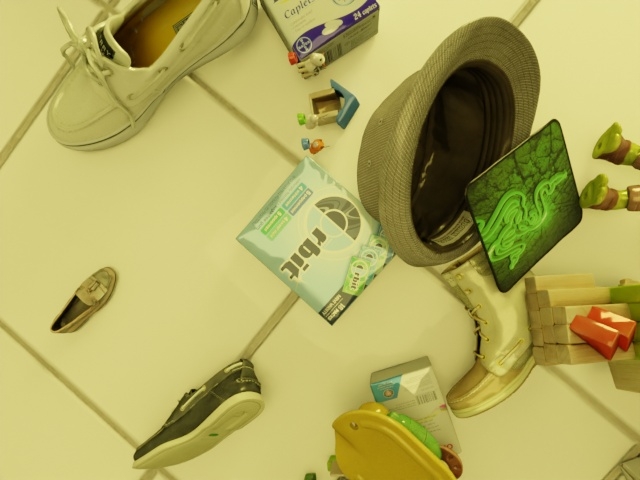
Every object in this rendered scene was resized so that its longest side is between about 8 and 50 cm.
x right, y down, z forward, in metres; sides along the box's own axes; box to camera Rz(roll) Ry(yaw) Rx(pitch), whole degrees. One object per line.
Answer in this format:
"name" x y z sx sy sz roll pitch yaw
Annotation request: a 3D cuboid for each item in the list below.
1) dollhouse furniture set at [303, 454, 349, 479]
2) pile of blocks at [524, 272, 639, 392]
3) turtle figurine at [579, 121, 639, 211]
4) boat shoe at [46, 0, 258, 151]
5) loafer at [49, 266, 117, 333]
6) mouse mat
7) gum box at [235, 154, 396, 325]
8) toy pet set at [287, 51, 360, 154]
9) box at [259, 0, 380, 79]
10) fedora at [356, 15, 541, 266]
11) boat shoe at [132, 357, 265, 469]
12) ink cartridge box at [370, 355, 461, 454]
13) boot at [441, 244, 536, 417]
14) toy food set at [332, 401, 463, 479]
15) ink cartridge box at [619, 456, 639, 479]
"dollhouse furniture set" 0.049 0.351 0.584 0.151 0.058 0.076 -5 91 6
"pile of blocks" 0.423 0.126 0.478 0.361 0.112 0.149 23 76 -5
"turtle figurine" 0.460 -0.077 0.518 0.217 0.087 0.270 17 101 10
"boat shoe" -0.258 -0.244 0.544 0.366 0.156 0.136 -27 89 14
"loafer" -0.358 0.094 0.631 0.045 0.039 0.125 41 95 5
"mouse mat" 0.261 -0.045 0.517 0.189 0.007 0.153 -35 111 -20
"gum box" 0.000 0.000 0.591 0.184 0.041 0.157 42 95 3
"toy pet set" 0.013 -0.178 0.550 0.065 0.114 0.122 -9 91 15
"box" -0.006 -0.323 0.570 0.126 0.072 0.137 -31 87 5
"fedora" 0.136 -0.111 0.507 0.124 0.243 0.276 28 111 48
"boat shoe" -0.181 0.262 0.610 0.233 0.084 0.079 -38 49 12
"ink cartridge box" 0.130 0.237 0.576 0.088 0.052 0.123 -19 88 7
"boot" 0.212 0.110 0.553 0.213 0.077 0.165 -42 88 -2
"toy food set" 0.114 0.283 0.525 0.218 0.071 0.128 43 122 8
"ink cartridge box" 0.542 0.387 0.505 0.196 0.114 0.273 -25 89 7
